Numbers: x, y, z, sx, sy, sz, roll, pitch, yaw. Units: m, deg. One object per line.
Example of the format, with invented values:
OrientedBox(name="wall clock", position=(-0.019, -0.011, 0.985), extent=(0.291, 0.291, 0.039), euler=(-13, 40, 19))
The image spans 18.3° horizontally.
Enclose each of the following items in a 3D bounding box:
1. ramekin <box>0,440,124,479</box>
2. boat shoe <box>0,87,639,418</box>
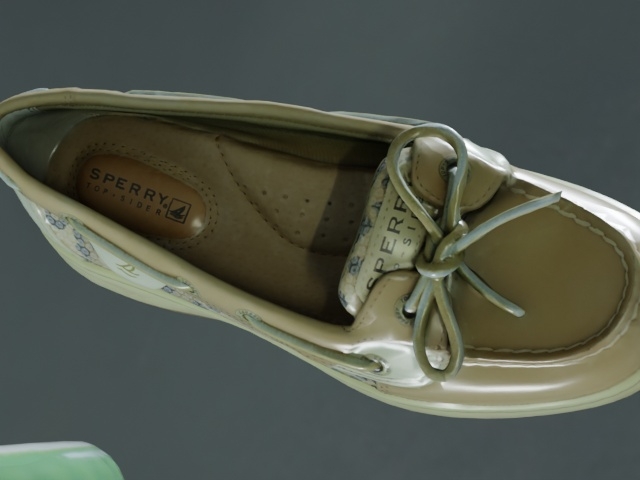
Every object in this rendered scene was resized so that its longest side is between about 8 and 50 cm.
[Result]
OrientedBox(name="ramekin", position=(-0.190, 0.145, 0.603), extent=(0.303, 0.303, 0.148), euler=(62, 22, -83))
OrientedBox(name="boat shoe", position=(0.000, 0.000, 0.772), extent=(0.089, 0.285, 0.104), euler=(41, 61, -64))
